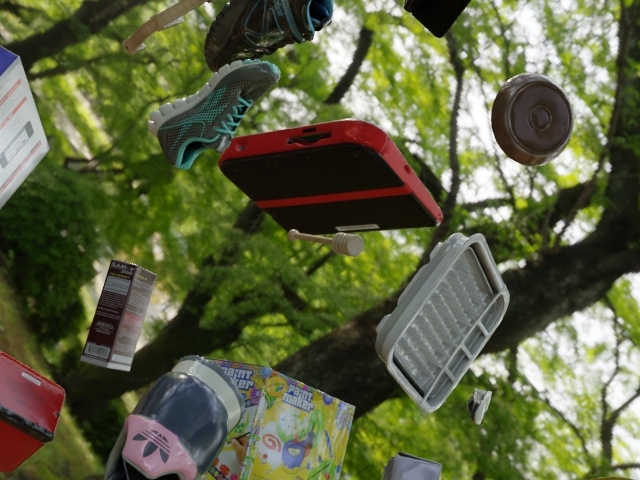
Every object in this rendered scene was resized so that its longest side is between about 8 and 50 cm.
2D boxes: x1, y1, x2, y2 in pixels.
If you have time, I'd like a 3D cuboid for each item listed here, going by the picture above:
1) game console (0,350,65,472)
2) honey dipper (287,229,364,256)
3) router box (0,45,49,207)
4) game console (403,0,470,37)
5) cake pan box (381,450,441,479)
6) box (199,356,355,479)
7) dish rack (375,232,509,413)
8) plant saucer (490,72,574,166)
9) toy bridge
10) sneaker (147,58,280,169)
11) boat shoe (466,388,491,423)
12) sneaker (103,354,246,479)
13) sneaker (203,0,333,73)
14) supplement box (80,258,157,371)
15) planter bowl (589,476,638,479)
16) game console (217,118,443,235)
[{"bbox_3d":[-0.461,0.248,1.166,0.144,0.085,0.124,47,35,-41],"label":"game console"},{"bbox_3d":[0.000,0.000,1.135,0.160,0.030,0.030,9,-40,53],"label":"honey dipper"},{"bbox_3d":[-0.608,-0.126,1.343,0.082,0.335,0.301,29,-25,5],"label":"router box"},{"bbox_3d":[0.188,-0.392,1.228,0.071,0.122,0.107,27,36,-17],"label":"game console"},{"bbox_3d":[0.097,0.423,1.092,0.070,0.246,0.267,11,-20,5],"label":"cake pan box"},{"bbox_3d":[-0.109,0.387,1.443,0.177,0.279,0.290,1,-23,37],"label":"box"},{"bbox_3d":[0.216,0.145,1.458,0.072,0.285,0.333,32,-12,33],"label":"dish rack"},{"bbox_3d":[0.385,-0.217,1.437,0.168,0.168,0.029,53,-11,-10],"label":"plant saucer"},{"bbox_3d":[-0.226,-0.325,1.187,0.026,0.188,0.063,61,32,-11],"label":"toy bridge"},{"bbox_3d":[-0.108,-0.132,0.875,0.065,0.166,0.076,17,49,-60],"label":"sneaker"},{"bbox_3d":[0.297,0.313,1.535,0.038,0.046,0.125,14,17,19],"label":"boat shoe"},{"bbox_3d":[-0.178,0.250,0.801,0.112,0.131,0.319,31,-51,12],"label":"sneaker"},{"bbox_3d":[-0.066,-0.312,1.139,0.139,0.125,0.341,34,-27,-7],"label":"sneaker"},{"bbox_3d":[-0.463,0.175,1.863,0.073,0.240,0.130,13,-11,13],"label":"supplement box"},{"bbox_3d":[0.434,0.460,1.156,0.217,0.217,0.090,53,26,3],"label":"planter bowl"},{"bbox_3d":[0.015,-0.114,1.640,0.386,0.060,0.342,-3,-29,33],"label":"game console"}]
